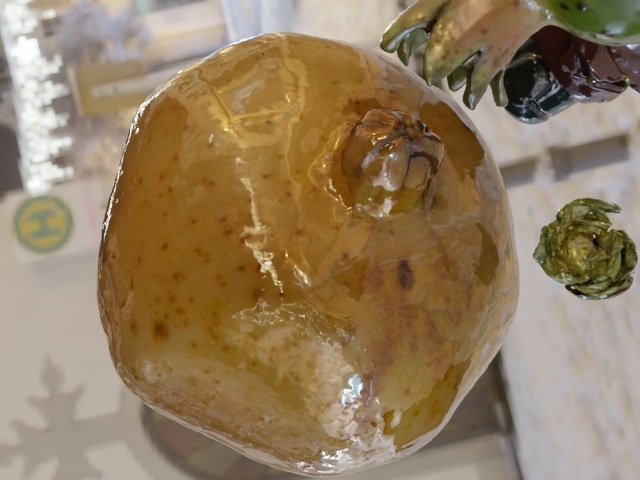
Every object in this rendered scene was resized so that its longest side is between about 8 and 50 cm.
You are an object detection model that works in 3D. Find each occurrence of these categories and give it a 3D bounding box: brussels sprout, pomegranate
[{"bbox_3d":[0.214,0.011,1.249,0.058,0.085,0.085,73,-177,-73],"label":"brussels sprout"},{"bbox_3d":[0.000,0.000,1.314,0.410,0.410,0.410,167,90,-86],"label":"pomegranate"},{"bbox_3d":[0.197,-0.208,1.092,0.231,0.230,0.286,-134,67,-83],"label":"pomegranate"}]

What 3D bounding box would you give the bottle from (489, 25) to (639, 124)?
[{"bbox_3d":[0.262,-0.193,1.316,0.143,0.271,0.156,53,-157,-3],"label":"bottle"}]
